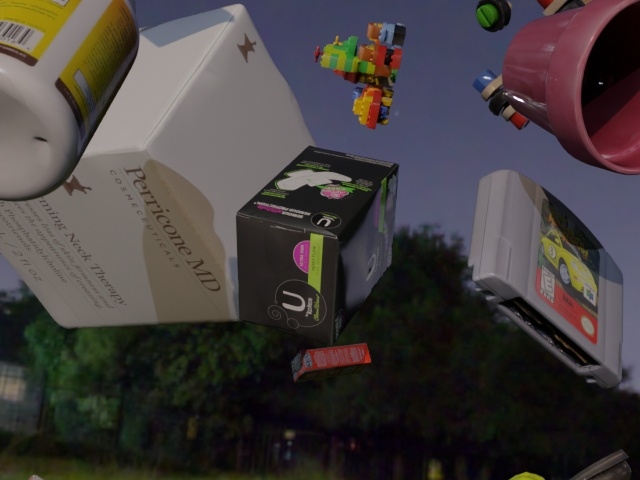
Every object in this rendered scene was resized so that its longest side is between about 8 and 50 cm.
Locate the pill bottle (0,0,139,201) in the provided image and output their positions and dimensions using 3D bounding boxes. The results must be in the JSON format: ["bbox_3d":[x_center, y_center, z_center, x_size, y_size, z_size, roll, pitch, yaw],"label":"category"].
[{"bbox_3d":[-0.206,-0.134,0.682,0.117,0.215,0.117,5,-50,5],"label":"pill bottle"}]

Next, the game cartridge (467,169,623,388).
[{"bbox_3d":[0.306,0.044,1.202,0.060,0.196,0.294,-26,-51,38],"label":"game cartridge"}]

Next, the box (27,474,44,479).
[{"bbox_3d":[-0.293,0.312,0.703,0.067,0.063,0.324,39,-74,-18],"label":"box"}]

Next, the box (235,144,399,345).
[{"bbox_3d":[0.000,0.000,0.450,0.052,0.062,0.083,14,32,20],"label":"box"}]

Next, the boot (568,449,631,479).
[{"bbox_3d":[0.295,0.370,0.909,0.229,0.263,0.091,38,-3,24],"label":"boot"}]

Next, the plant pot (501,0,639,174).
[{"bbox_3d":[0.317,-0.191,1.067,0.201,0.201,0.180,14,9,-29],"label":"plant pot"}]

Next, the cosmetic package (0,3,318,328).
[{"bbox_3d":[-0.257,-0.097,1.362,0.393,0.327,0.329,-5,-48,31],"label":"cosmetic package"}]

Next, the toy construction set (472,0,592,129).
[{"bbox_3d":[0.423,-0.303,1.461,0.309,0.237,0.257,35,-42,33],"label":"toy construction set"}]

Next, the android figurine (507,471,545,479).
[{"bbox_3d":[0.140,0.205,0.404,0.248,0.056,0.273,25,-32,50],"label":"android figurine"}]

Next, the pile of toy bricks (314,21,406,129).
[{"bbox_3d":[0.045,-0.223,1.141,0.105,0.212,0.118,11,-61,1],"label":"pile of toy bricks"}]

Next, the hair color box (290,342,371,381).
[{"bbox_3d":[0.020,0.239,1.798,0.141,0.043,0.072,-4,-25,-21],"label":"hair color box"}]
